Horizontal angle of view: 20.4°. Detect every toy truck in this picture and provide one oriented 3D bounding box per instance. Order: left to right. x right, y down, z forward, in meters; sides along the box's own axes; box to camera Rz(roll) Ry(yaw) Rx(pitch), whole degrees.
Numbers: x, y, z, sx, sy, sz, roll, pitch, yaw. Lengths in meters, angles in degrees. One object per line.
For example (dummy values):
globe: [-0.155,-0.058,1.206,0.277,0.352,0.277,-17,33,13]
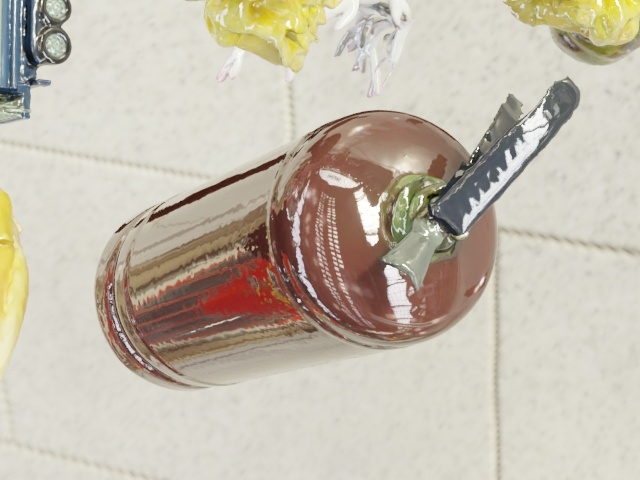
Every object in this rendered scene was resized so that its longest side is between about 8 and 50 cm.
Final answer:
toy truck: [-0.256,-0.196,1.437,0.074,0.088,0.201,-6,82,53]

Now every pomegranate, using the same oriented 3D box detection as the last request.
pomegranate: [0.300,-0.230,1.770,0.163,0.125,0.138,26,149,-3]

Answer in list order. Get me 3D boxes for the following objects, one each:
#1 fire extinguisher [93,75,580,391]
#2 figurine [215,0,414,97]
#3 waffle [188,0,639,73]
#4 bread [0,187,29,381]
fire extinguisher: [0.000,0.000,0.902,0.114,0.135,0.337,43,156,-15]
figurine: [0.026,-0.322,2.007,0.206,0.315,0.284,11,155,-25]
waffle: [0.057,-0.225,1.163,0.324,0.261,0.151,-3,135,-17]
bread: [-0.262,0.020,0.859,0.236,0.198,0.120,7,137,2]
